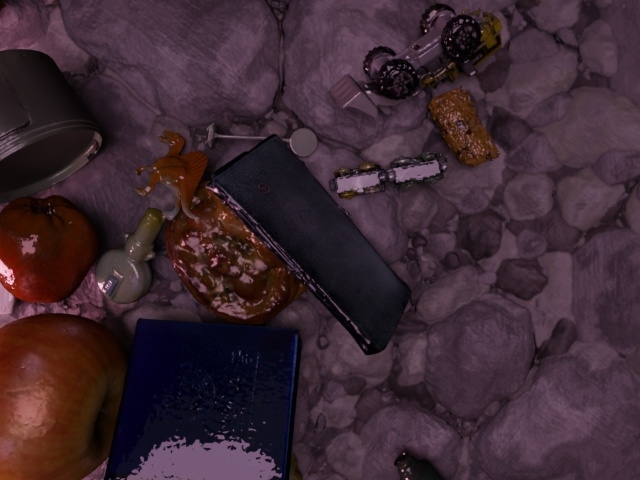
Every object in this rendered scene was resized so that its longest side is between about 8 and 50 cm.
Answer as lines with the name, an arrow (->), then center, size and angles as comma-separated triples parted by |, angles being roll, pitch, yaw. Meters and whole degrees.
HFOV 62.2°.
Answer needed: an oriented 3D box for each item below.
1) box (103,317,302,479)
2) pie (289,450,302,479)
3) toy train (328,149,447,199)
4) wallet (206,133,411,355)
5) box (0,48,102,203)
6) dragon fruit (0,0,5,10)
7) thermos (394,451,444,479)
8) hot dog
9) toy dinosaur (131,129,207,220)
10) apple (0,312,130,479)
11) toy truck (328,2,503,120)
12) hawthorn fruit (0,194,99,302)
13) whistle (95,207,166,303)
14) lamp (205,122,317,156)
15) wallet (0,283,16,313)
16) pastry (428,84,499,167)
box -> -0.182, 0.276, 0.890 | 0.279, 0.116, 0.261 | 4, 67, 2
pie -> -0.164, 0.449, 0.963 | 0.257, 0.105, 0.274 | -22, 94, -10
toy train -> 0.116, -0.112, 0.916 | 0.203, 0.081, 0.060 | -10, 92, 10
wallet -> 0.000, 0.000, 0.871 | 0.379, 0.190, 0.046 | 48, 131, -5
box -> -0.496, -0.180, 0.866 | 0.226, 0.226, 0.149 | -33, 91, 4
dragon fruit -> -0.617, -0.467, 0.911 | 0.224, 0.148, 0.218 | -12, 62, 13
thermos -> 0.203, 0.462, 0.955 | 0.073, 0.083, 0.187 | -39, 90, -17
hot dog -> -0.146, 0.016, 0.915 | 0.196, 0.122, 0.272 | -38, 93, 7
toy dinosaur -> -0.233, -0.106, 0.901 | 0.212, 0.057, 0.142 | 26, 66, 26
apple -> -0.447, 0.259, 0.876 | 0.233, 0.286, 0.285 | 10, 94, 9
toy truck -> 0.158, -0.285, 0.878 | 0.286, 0.136, 0.111 | -31, 122, 9
hawthorn fruit -> -0.472, 0.015, 0.909 | 0.190, 0.189, 0.189 | 0, 94, 3
whistle -> -0.330, 0.028, 0.934 | 0.104, 0.057, 0.198 | 38, 113, 7
lamp -> -0.106, -0.180, 0.949 | 0.199, 0.056, 0.050 | 4, 92, -8
wallet -> -0.652, 0.071, 0.989 | 0.183, 0.032, 0.124 | 4, 94, 1
pastry -> 0.246, -0.191, 0.915 | 0.080, 0.056, 0.140 | -24, 86, -3
